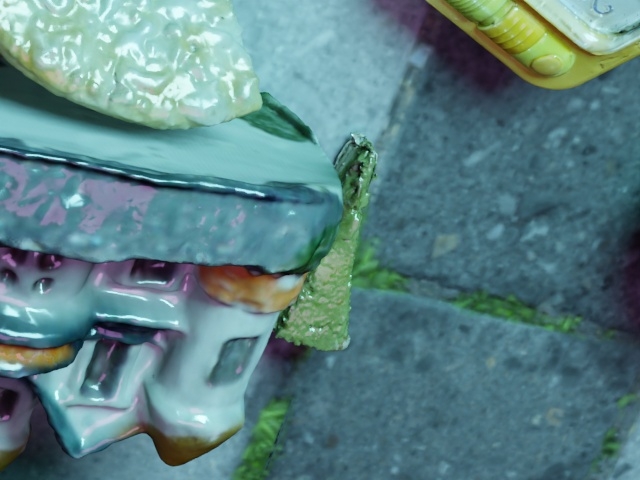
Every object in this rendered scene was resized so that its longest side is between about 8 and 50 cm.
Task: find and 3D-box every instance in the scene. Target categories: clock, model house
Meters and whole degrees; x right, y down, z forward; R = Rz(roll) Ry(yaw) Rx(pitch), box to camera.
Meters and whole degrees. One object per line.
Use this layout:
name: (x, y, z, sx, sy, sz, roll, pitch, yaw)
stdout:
clock: (0.160, -0.178, 1.010, 0.143, 0.096, 0.202, 37, 139, -25)
model house: (-0.158, 0.046, 1.046, 0.271, 0.190, 0.300, 8, 118, -24)

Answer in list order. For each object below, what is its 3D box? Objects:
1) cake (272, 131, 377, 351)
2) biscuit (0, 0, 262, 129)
cake: (0.000, 0.000, 1.140, 0.055, 0.051, 0.140, 4, 114, -14)
biscuit: (-0.121, -0.169, 0.976, 0.188, 0.040, 0.265, -41, 96, -31)
